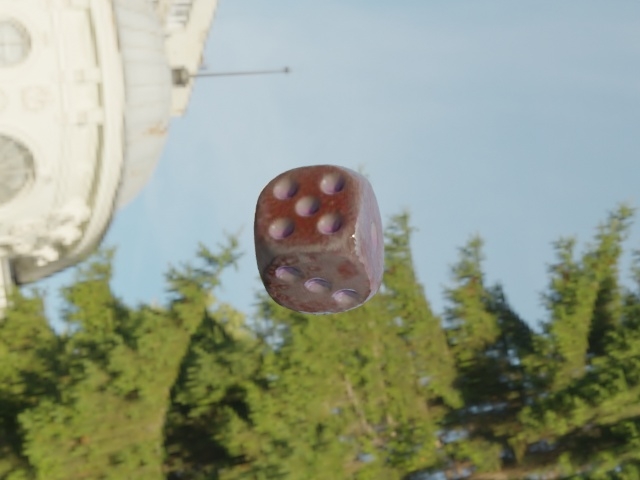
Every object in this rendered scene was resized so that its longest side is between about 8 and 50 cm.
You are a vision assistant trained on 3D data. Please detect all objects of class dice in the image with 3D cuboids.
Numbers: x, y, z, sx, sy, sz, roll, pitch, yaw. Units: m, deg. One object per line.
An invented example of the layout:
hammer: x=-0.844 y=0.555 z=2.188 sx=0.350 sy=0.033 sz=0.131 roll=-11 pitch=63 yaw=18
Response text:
dice: x=0.000 y=0.000 z=0.959 sx=0.093 sy=0.091 sz=0.094 roll=68 pitch=22 yaw=-50
